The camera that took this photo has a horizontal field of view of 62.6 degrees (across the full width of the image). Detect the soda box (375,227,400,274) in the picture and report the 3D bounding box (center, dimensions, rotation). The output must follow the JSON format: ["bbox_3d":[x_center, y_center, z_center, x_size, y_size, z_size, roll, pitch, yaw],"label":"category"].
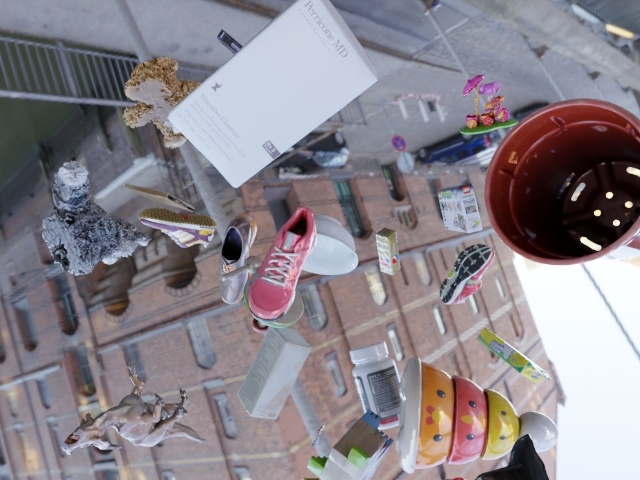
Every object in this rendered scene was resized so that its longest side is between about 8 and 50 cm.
[{"bbox_3d":[0.270,0.043,2.090,0.061,0.181,0.058,19,-138,41],"label":"soda box"}]

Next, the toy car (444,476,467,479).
[{"bbox_3d":[0.325,0.797,1.567,0.225,0.239,0.053,-9,-149,-13],"label":"toy car"}]

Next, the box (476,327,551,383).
[{"bbox_3d":[0.498,0.302,1.352,0.105,0.043,0.179,33,-176,-37],"label":"box"}]

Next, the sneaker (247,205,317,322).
[{"bbox_3d":[-0.092,0.043,1.250,0.116,0.313,0.136,18,145,6],"label":"sneaker"}]

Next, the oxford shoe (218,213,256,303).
[{"bbox_3d":[-0.330,0.084,1.936,0.130,0.363,0.133,14,-159,11],"label":"oxford shoe"}]

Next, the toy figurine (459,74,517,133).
[{"bbox_3d":[0.497,-0.420,1.588,0.173,0.159,0.130,-1,-153,30],"label":"toy figurine"}]

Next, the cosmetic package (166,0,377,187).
[{"bbox_3d":[-0.095,-0.315,1.094,0.385,0.217,0.156,-35,-158,22],"label":"cosmetic package"}]

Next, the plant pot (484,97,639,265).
[{"bbox_3d":[0.479,-0.077,0.930,0.265,0.272,0.272,10,156,-44],"label":"plant pot"}]

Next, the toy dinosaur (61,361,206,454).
[{"bbox_3d":[-0.415,0.419,1.193,0.200,0.296,0.127,-52,-145,-2],"label":"toy dinosaur"}]

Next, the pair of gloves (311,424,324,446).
[{"bbox_3d":[-0.009,0.710,1.911,0.010,0.083,0.074,25,178,17],"label":"pair of gloves"}]

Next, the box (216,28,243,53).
[{"bbox_3d":[-0.200,-0.488,1.392,0.029,0.162,0.116,-49,-166,6],"label":"box"}]

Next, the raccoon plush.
[{"bbox_3d":[-0.668,-0.071,1.664,0.299,0.216,0.446,-31,166,-48],"label":"raccoon plush"}]

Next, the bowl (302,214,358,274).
[{"bbox_3d":[0.000,0.000,1.912,0.298,0.134,0.298,9,151,5],"label":"bowl"}]

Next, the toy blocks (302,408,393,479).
[{"bbox_3d":[0.110,0.658,1.567,0.261,0.191,0.381,-28,141,-49],"label":"toy blocks"}]

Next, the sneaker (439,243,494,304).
[{"bbox_3d":[0.527,0.120,1.845,0.118,0.107,0.279,10,131,-25],"label":"sneaker"}]

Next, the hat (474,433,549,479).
[{"bbox_3d":[0.414,0.602,1.194,0.134,0.331,0.331,4,177,6],"label":"hat"}]

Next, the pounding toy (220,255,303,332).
[{"bbox_3d":[-0.173,0.173,1.510,0.110,0.237,0.183,-51,173,37],"label":"pounding toy"}]

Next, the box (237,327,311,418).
[{"bbox_3d":[-0.173,0.484,1.946,0.121,0.311,0.148,22,-171,-35],"label":"box"}]

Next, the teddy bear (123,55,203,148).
[{"bbox_3d":[-0.434,-0.391,1.506,0.245,0.113,0.338,-29,153,19],"label":"teddy bear"}]

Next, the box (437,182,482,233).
[{"bbox_3d":[0.343,-0.080,1.311,0.036,0.114,0.207,-14,-176,0],"label":"box"}]

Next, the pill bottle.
[{"bbox_3d":[0.209,0.519,1.898,0.161,0.283,0.161,-15,172,-2],"label":"pill bottle"}]

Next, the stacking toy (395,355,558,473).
[{"bbox_3d":[0.481,0.552,1.620,0.480,0.350,0.350,4,177,7],"label":"stacking toy"}]

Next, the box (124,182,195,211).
[{"bbox_3d":[-0.583,-0.157,1.914,0.201,0.021,0.164,16,172,25],"label":"box"}]

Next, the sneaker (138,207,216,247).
[{"bbox_3d":[-0.349,-0.022,1.274,0.186,0.069,0.083,10,118,-27],"label":"sneaker"}]
